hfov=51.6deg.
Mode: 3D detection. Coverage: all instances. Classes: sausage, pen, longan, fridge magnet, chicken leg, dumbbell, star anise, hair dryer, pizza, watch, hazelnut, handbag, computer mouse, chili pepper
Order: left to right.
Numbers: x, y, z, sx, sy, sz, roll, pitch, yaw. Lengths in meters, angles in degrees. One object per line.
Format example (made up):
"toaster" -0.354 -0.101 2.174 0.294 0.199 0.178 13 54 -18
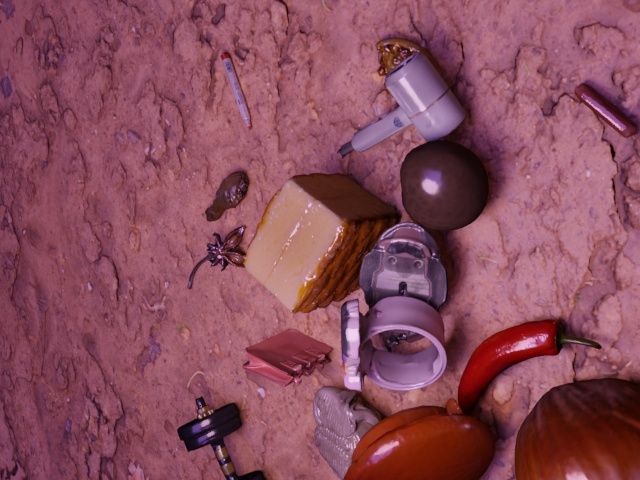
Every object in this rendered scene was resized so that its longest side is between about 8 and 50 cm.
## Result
"star anise" -0.289 0.061 1.901 0.148 0.218 0.227 40 166 -12
"chicken leg" -0.265 -0.111 1.827 0.198 0.069 0.085 -42 74 38
"dumbbell" -0.274 0.630 1.893 0.185 0.185 0.388 -28 82 33
"pen" -0.222 -0.397 1.771 0.026 0.026 0.218 -21 87 34
"handbag" -0.081 0.300 1.690 0.157 0.212 0.059 19 108 29
"hair dryer" 0.144 -0.269 1.508 0.357 0.107 0.173 -25 108 46
"watch" 0.158 0.226 1.447 0.232 0.196 0.244 1 127 10
"pizza" 0.190 -0.383 1.496 0.175 0.046 0.134 27 112 26
"computer mouse" 0.199 0.114 1.541 0.200 0.115 0.388 12 126 15
"fridge magnet" 0.217 0.503 1.485 0.363 0.364 0.155 -58 35 26
"longan" 0.262 -0.117 1.413 0.198 0.198 0.212 14 136 30
"chili pepper" 0.418 0.260 1.453 0.137 0.092 0.368 46 128 -4
"sausage" 0.556 -0.253 1.292 0.030 0.035 0.147 -45 72 6
"hazelnut" 0.549 0.444 1.273 0.373 0.315 0.372 -16 60 30

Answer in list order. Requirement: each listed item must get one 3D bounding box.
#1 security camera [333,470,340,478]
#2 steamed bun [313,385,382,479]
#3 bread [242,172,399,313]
"security camera" 0.075 0.587 1.714 0.058 0.092 0.058 5 100 33
"steamed bun" 0.084 0.472 1.663 0.218 0.144 0.211 15 106 58
"bread" 0.000 0.000 1.547 0.207 0.279 0.279 41 118 21
